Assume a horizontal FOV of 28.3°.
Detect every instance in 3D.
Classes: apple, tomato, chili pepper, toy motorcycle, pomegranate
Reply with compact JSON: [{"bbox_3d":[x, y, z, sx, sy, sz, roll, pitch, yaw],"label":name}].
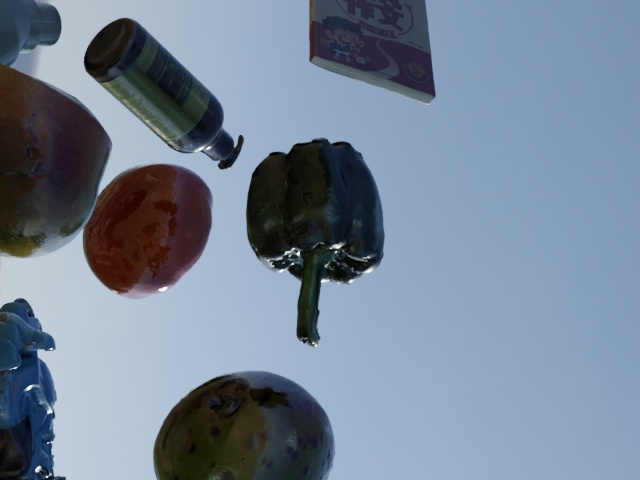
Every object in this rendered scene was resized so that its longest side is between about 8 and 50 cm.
[{"bbox_3d":[-0.325,-0.080,1.321,0.207,0.188,0.174,-47,-155,42],"label":"apple"},{"bbox_3d":[-0.303,-0.024,2.177,0.260,0.180,0.260,-41,-158,21],"label":"tomato"},{"bbox_3d":[0.000,0.000,1.645,0.165,0.174,0.261,-20,-120,28],"label":"chili pepper"},{"bbox_3d":[-0.335,0.194,1.382,0.182,0.123,0.272,45,40,-81],"label":"toy motorcycle"},{"bbox_3d":[-0.086,0.285,1.642,0.286,0.230,0.231,59,31,-64],"label":"pomegranate"}]

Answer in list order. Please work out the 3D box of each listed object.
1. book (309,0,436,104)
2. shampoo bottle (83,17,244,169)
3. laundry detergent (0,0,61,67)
[{"bbox_3d":[0.062,-0.271,1.573,0.232,0.162,0.022,-90,-156,-43],"label":"book"},{"bbox_3d":[-0.212,-0.197,1.825,0.101,0.284,0.101,-24,-136,26],"label":"shampoo bottle"},{"bbox_3d":[-0.545,-0.289,1.775,0.124,0.397,0.264,-5,-88,44],"label":"laundry detergent"}]
